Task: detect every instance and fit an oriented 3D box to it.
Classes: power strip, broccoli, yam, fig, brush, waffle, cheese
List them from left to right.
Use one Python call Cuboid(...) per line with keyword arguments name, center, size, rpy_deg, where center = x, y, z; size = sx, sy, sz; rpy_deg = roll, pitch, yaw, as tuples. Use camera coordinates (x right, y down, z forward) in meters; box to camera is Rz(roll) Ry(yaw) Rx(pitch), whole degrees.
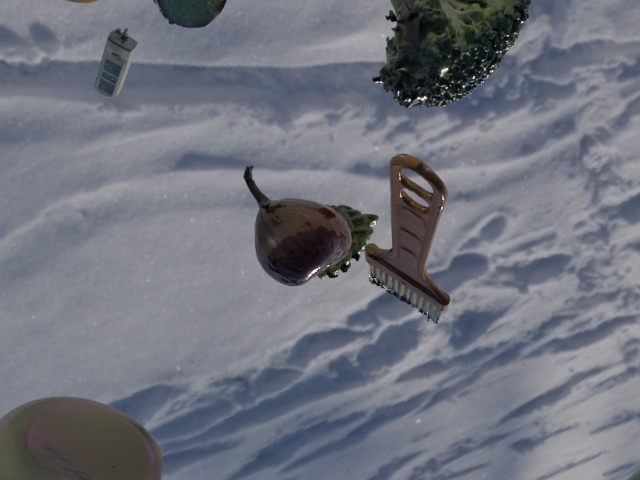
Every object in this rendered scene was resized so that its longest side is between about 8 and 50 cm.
Cuboid(name="cheese", center=(-0.294, 0.221, 0.750), size=(0.286, 0.163, 0.082), rpy_deg=(21, 118, -32))
Cuboid(name="power strip", center=(-0.355, -0.306, 1.306), size=(0.048, 0.030, 0.191), rpy_deg=(29, 148, -12))
Cuboid(name="yam", center=(-0.274, -0.539, 1.448), size=(0.168, 0.304, 0.168), rpy_deg=(-16, 135, -17))
Cuboid(name="fig", center=(-0.052, -0.004, 1.254), size=(0.202, 0.149, 0.148), rpy_deg=(17, 153, 3))
Cuboid(name="waffle", center=(0.000, 0.000, 1.581), size=(0.214, 0.208, 0.054), rpy_deg=(-55, 144, -33))
Cuboid(name="brush", center=(0.070, 0.005, 0.594), size=(0.017, 0.090, 0.314), rpy_deg=(-53, 165, -13))
Cuboid(name="broccoli", center=(0.238, -0.429, 1.484), size=(0.348, 0.281, 0.293), rpy_deg=(-45, 170, 18))

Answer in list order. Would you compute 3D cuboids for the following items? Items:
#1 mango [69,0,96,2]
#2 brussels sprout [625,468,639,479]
Cuboid(name="mango", center=(-0.506, -0.531, 1.407), size=(0.138, 0.113, 0.253), rpy_deg=(-43, 138, 20))
Cuboid(name="brussels sprout", center=(0.415, 0.355, 0.811), size=(0.244, 0.244, 0.244), rpy_deg=(-18, 144, -14))
